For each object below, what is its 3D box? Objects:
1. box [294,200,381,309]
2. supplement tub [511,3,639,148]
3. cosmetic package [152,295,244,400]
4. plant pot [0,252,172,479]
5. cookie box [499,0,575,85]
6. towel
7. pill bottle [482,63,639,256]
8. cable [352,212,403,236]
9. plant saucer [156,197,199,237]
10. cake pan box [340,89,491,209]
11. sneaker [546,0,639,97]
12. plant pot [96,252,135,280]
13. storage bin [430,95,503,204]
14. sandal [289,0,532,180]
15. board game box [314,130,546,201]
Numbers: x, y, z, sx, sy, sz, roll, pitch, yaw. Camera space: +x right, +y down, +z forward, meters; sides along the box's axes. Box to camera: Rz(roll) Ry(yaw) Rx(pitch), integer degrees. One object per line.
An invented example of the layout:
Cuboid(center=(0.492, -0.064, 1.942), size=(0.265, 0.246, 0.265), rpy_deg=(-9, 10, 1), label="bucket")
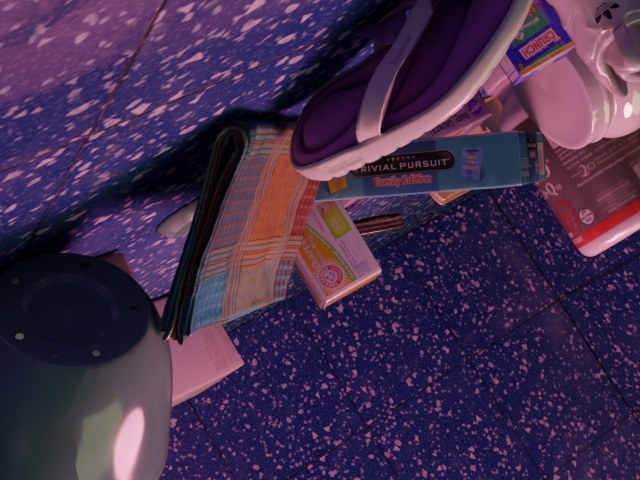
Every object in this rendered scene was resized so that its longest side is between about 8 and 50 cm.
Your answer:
Cuboid(center=(0.000, 0.000, 1.978), size=(0.114, 0.203, 0.103), rpy_deg=(-31, 174, -9), label="box")
Cuboid(center=(0.464, -0.297, 1.754), size=(0.325, 0.235, 0.235), rpy_deg=(-30, 174, -15), label="supplement tub")
Cuboid(center=(-0.328, 0.230, 2.241), size=(0.155, 0.197, 0.366), rpy_deg=(-34, 172, 28), label="cosmetic package")
Cuboid(center=(-0.307, 0.158, 1.404), size=(0.293, 0.293, 0.235), rpy_deg=(-27, 147, -41), label="plant pot")
Cuboid(center=(0.269, -0.275, 1.565), size=(0.092, 0.107, 0.040), rpy_deg=(-31, 174, -12), label="cookie box")
Cuboid(center=(-0.078, -0.023, 1.499), size=(0.370, 0.040, 0.271), rpy_deg=(-15, 124, -71), label="towel")
Cuboid(center=(0.428, -0.174, 1.957), size=(0.210, 0.362, 0.210), rpy_deg=(-32, 174, -4), label="pill bottle")
Cuboid(center=(0.011, -0.026, 2.104), size=(0.287, 0.072, 0.139), rpy_deg=(-14, -179, -7), label="cable")
Cuboid(center=(-0.178, -0.035, 1.683), size=(0.119, 0.021, 0.119), rpy_deg=(-31, 173, -4), label="plant saucer")
Cuboid(center=(0.143, -0.155, 2.107), size=(0.246, 0.070, 0.267), rpy_deg=(-26, 173, -30), label="cake pan box")
Cuboid(center=(0.356, -0.287, 1.416), size=(0.137, 0.210, 0.366), rpy_deg=(-34, 173, 26), label="sneaker")
Cuboid(center=(-0.318, 0.086, 1.612), size=(0.109, 0.109, 0.096), rpy_deg=(-34, 160, 23), label="plant pot")
Cuboid(center=(0.360, -0.213, 2.449), size=(0.260, 0.123, 0.262), rpy_deg=(-28, 173, -33), label="storage bin")
Cuboid(center=(0.073, -0.187, 1.287), size=(0.102, 0.169, 0.416), rpy_deg=(21, 141, -28), label="sandal")
Cuboid(center=(0.147, -0.110, 1.749), size=(0.336, 0.079, 0.254), rpy_deg=(-4, -177, 18), label="board game box")
